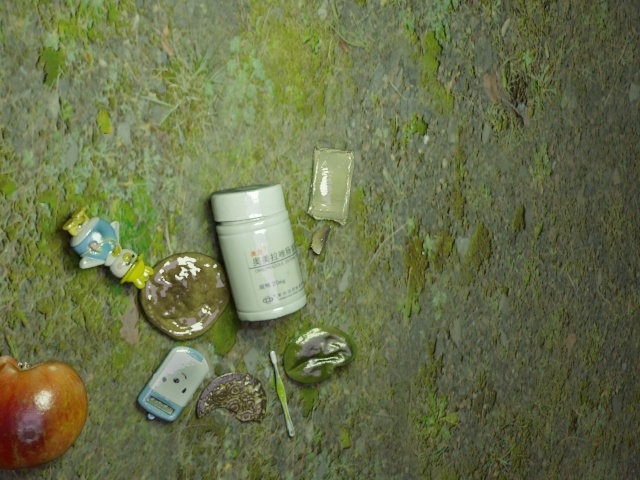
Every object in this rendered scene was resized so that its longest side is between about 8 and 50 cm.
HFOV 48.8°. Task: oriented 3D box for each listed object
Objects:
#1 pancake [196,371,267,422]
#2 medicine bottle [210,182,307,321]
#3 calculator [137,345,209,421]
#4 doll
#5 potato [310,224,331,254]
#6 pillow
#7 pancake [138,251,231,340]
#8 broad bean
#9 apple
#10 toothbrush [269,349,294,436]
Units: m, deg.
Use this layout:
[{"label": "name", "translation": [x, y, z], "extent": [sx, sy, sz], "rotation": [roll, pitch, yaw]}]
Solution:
[{"label": "pancake", "translation": [-0.233, 0.443, 1.908], "extent": [0.184, 0.020, 0.190], "rotation": [-44, 108, -13]}, {"label": "medicine bottle", "translation": [-0.157, 0.022, 1.802], "extent": [0.189, 0.190, 0.333], "rotation": [-16, 102, -19]}, {"label": "calculator", "translation": [-0.382, 0.374, 1.831], "extent": [0.121, 0.039, 0.210], "rotation": [38, 82, -19]}, {"label": "doll", "translation": [-0.514, 0.025, 1.713], "extent": [0.241, 0.135, 0.098], "rotation": [41, 109, -19]}, {"label": "potato", "translation": [-0.001, 0.000, 1.949], "extent": [0.037, 0.036, 0.093], "rotation": [18, 67, 13]}, {"label": "pillow", "translation": [0.030, -0.150, 1.931], "extent": [0.119, 0.053, 0.208], "rotation": [7, 93, -18]}, {"label": "pancake", "translation": [-0.342, 0.146, 1.817], "extent": [0.241, 0.050, 0.242], "rotation": [-2, 97, -20]}, {"label": "broad bean", "translation": [-0.002, 0.312, 1.958], "extent": [0.206, 0.072, 0.153], "rotation": [-11, 87, -19]}, {"label": "apple", "translation": [-0.691, 0.407, 1.647], "extent": [0.292, 0.163, 0.252], "rotation": [-1, 97, -23]}, {"label": "toothbrush", "translation": [-0.106, 0.426, 1.952], "extent": [0.022, 0.026, 0.263], "rotation": [-15, 101, -13]}]
